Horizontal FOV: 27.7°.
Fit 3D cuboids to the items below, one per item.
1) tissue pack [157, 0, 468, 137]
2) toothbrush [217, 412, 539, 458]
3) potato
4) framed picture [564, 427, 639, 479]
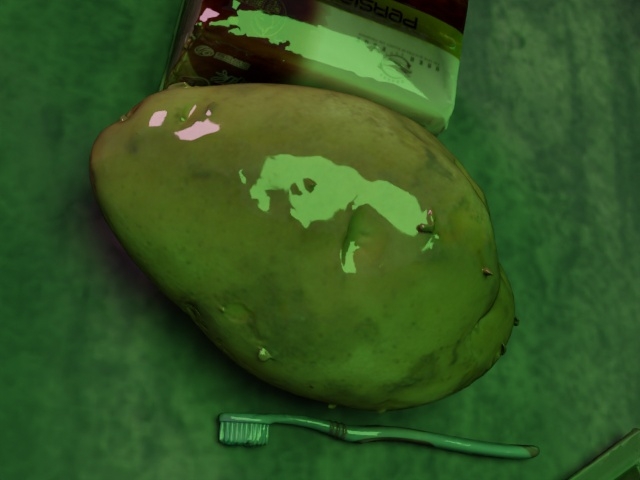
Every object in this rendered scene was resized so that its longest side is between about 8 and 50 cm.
[{"bbox_3d":[-0.002,-0.117,0.735,0.149,0.099,0.106,17,67,-15],"label":"tissue pack"},{"bbox_3d":[0.036,0.111,0.722,0.193,0.013,0.019,7,76,-19],"label":"toothbrush"},{"bbox_3d":[0.002,-0.004,0.677,0.235,0.128,0.161,45,77,-8],"label":"potato"},{"bbox_3d":[0.131,0.271,0.704,0.293,0.018,0.231,-28,85,-27],"label":"framed picture"}]
